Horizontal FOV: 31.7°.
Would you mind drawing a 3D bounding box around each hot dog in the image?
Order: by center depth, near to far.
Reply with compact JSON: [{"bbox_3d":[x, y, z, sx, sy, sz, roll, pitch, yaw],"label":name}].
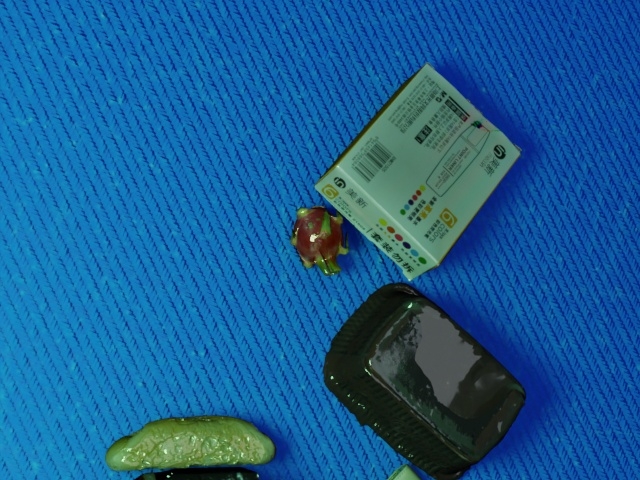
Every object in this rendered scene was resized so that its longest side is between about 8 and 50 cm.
[{"bbox_3d":[-0.183,0.287,1.602,0.242,0.084,0.073,0,77,-14],"label":"hot dog"}]

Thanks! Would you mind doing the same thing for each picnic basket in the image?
[{"bbox_3d":[0.164,0.209,1.681,0.297,0.129,0.222,42,75,-4],"label":"picnic basket"}]

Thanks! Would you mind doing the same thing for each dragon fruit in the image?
[{"bbox_3d":[-0.001,0.002,1.694,0.086,0.081,0.116,-8,70,5],"label":"dragon fruit"}]

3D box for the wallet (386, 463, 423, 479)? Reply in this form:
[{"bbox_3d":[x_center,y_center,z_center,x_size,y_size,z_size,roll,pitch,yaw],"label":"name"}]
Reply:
[{"bbox_3d":[0.142,0.427,1.685,0.110,0.039,0.155,-43,93,-22],"label":"wallet"}]

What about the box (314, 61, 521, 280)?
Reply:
[{"bbox_3d":[0.154,-0.109,1.723,0.221,0.091,0.274,45,60,-4],"label":"box"}]

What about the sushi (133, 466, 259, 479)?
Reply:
[{"bbox_3d":[-0.181,0.426,1.510,0.212,0.215,0.227,1,81,-14],"label":"sushi"}]
